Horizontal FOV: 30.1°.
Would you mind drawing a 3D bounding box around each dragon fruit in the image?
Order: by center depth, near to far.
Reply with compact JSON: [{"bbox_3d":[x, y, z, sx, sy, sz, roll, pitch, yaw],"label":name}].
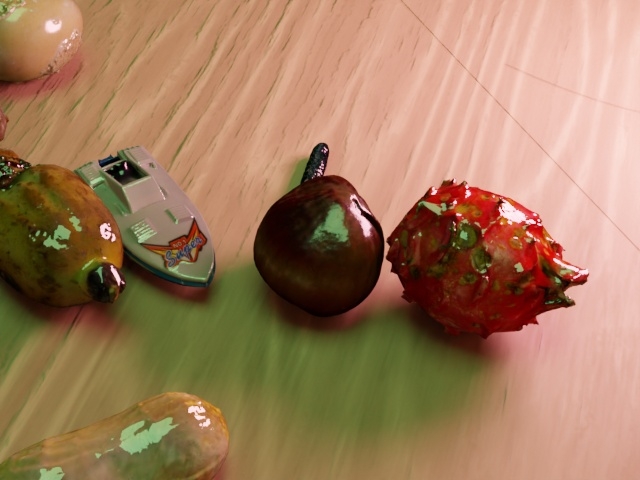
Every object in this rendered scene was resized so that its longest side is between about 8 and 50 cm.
[{"bbox_3d":[0.218,0.031,1.569,0.268,0.210,0.205,16,18,18],"label":"dragon fruit"}]

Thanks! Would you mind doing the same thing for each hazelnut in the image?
[{"bbox_3d":[0.000,0.000,1.606,0.178,0.178,0.204,7,33,4],"label":"hazelnut"}]

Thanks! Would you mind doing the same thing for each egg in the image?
[{"bbox_3d":[-0.480,-0.340,1.931,0.201,0.164,0.164,-26,51,-33],"label":"egg"}]

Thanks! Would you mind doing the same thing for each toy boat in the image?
[{"bbox_3d":[-0.234,-0.028,1.675,0.129,0.088,0.295,-24,50,-25],"label":"toy boat"}]

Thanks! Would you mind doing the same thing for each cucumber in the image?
[{"bbox_3d":[-0.009,-0.104,1.808,0.032,0.032,0.133,9,45,6],"label":"cucumber"}]

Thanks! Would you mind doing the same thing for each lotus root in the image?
[{"bbox_3d":[-0.362,-0.002,1.602,0.169,0.141,0.314,-35,55,-18],"label":"lotus root"}]

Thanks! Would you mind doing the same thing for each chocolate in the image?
[{"bbox_3d":[-0.243,0.267,1.343,0.309,0.134,0.134,-18,48,-23],"label":"chocolate"}]

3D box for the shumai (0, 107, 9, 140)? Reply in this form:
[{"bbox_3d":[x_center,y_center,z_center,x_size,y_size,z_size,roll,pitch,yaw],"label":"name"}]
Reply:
[{"bbox_3d":[-0.545,-0.122,1.714,0.206,0.166,0.176,-27,58,12],"label":"shumai"}]
